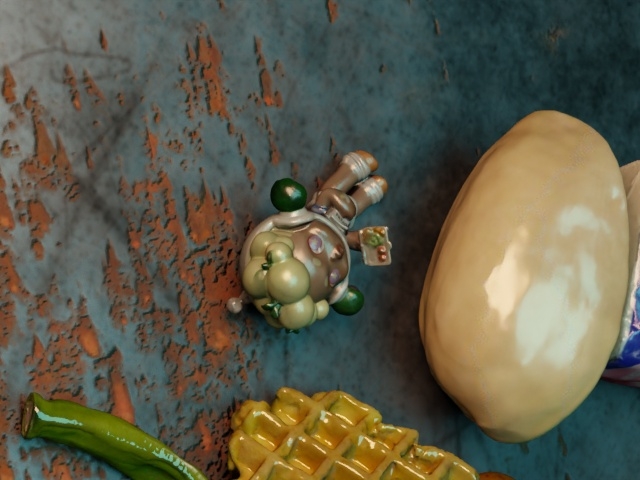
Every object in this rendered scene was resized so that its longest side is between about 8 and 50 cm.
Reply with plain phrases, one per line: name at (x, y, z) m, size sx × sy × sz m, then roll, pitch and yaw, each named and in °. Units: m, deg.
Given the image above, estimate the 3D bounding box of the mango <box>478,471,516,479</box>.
mango at (0.141, 0.280, 1.523) m, size 0.115 × 0.089 × 0.165 m, roll 37°, pitch 49°, yaw -3°

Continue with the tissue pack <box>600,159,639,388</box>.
tissue pack at (0.374, 0.053, 1.683) m, size 0.269 × 0.137 × 0.209 m, roll 15°, pitch 79°, yaw -28°

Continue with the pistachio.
pistachio at (0.191, 0.035, 1.530) m, size 0.187 × 0.187 × 0.299 m, roll 24°, pitch 78°, yaw -29°

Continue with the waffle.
waffle at (0.015, 0.199, 1.428) m, size 0.211 × 0.055 × 0.160 m, roll 32°, pitch 40°, yaw 14°

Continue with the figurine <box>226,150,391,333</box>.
figurine at (0.001, 0.000, 1.464) m, size 0.197 × 0.093 × 0.147 m, roll -46°, pitch 122°, yaw -28°

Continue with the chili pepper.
chili pepper at (-0.154, 0.178, 1.378) m, size 0.201 × 0.050 × 0.052 m, roll 34°, pitch 108°, yaw -23°
